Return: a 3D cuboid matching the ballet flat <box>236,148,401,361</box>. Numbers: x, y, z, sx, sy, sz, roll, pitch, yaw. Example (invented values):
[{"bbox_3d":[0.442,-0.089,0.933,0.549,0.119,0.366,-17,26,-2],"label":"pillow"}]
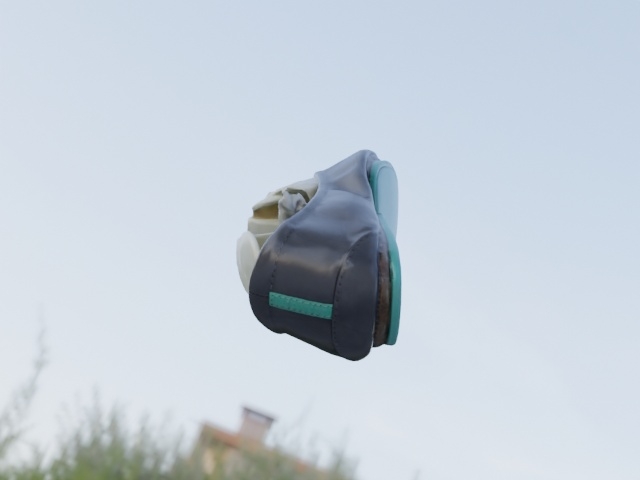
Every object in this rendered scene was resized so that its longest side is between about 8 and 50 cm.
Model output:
[{"bbox_3d":[0.000,0.000,0.610,0.074,0.074,0.203,23,13,-2],"label":"ballet flat"}]
